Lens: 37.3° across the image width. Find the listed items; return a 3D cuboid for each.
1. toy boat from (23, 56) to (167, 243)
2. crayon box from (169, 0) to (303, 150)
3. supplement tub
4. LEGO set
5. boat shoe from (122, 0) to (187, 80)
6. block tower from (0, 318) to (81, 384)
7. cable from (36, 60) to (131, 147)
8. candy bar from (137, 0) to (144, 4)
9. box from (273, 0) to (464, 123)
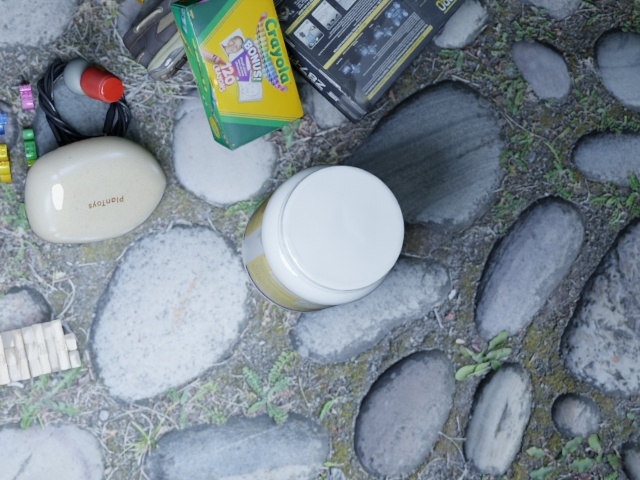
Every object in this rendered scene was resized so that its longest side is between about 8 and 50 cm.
[{"bbox_3d":[-0.399,-0.155,1.668,0.267,0.148,0.318,-10,115,-38],"label":"toy boat"},{"bbox_3d":[-0.149,-0.328,1.741,0.165,0.081,0.279,-28,121,-21],"label":"crayon box"},{"bbox_3d":[0.000,0.000,1.674,0.240,0.331,0.241,2,82,-14],"label":"supplement tub"},{"bbox_3d":[-0.545,-0.175,1.686,0.087,0.093,0.227,-9,85,-15],"label":"LEGO set"},{"bbox_3d":[-0.236,-0.466,1.784,0.130,0.132,0.355,39,74,-7],"label":"boat shoe"},{"bbox_3d":[-0.589,0.214,1.625,0.335,0.097,0.091,-12,86,-17],"label":"block tower"},{"bbox_3d":[-0.436,-0.253,1.748,0.150,0.047,0.185,-24,88,-16],"label":"cable"},{"bbox_3d":[-0.315,-0.520,1.829,0.040,0.018,0.161,35,75,-7],"label":"candy bar"},{"bbox_3d":[0.084,-0.482,1.884,0.318,0.097,0.395,41,75,-4],"label":"box"}]
